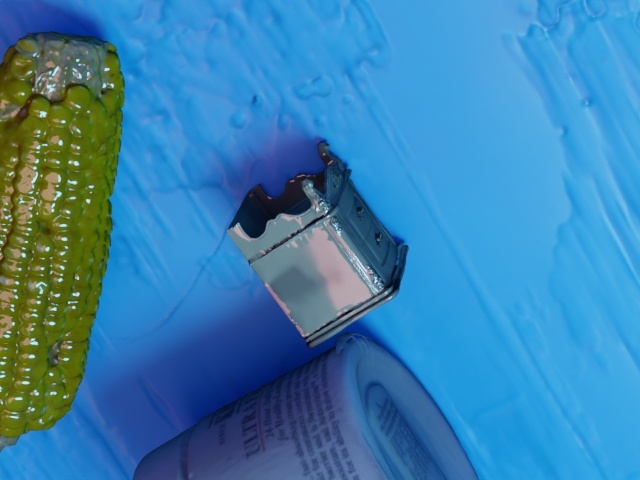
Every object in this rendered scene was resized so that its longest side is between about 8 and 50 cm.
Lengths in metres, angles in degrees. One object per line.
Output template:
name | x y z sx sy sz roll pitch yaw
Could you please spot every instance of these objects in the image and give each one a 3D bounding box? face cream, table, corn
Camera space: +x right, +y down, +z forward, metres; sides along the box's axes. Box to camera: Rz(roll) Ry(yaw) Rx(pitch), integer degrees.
face cream | 0.002 0.163 0.943 0.153 0.177 0.177 -32 105 14
table | 0.000 0.000 0.933 0.062 0.079 0.083 -33 103 18
corn | -0.168 0.007 0.944 0.097 0.097 0.261 14 109 0
